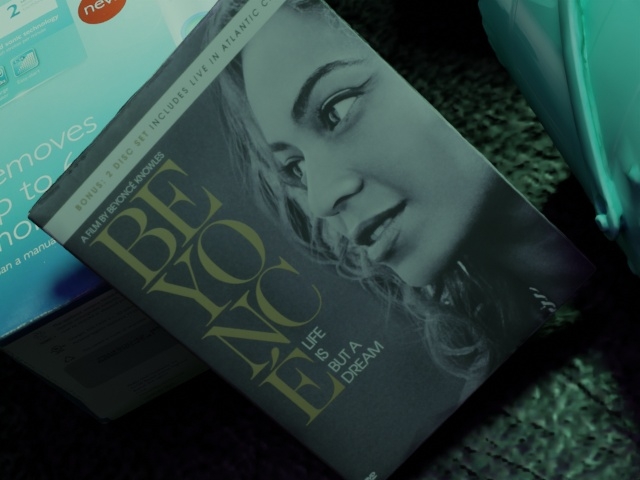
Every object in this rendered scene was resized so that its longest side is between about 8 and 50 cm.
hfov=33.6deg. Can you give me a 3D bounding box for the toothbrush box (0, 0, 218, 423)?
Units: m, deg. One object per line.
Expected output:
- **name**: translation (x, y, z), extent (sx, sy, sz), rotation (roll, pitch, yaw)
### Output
- **toothbrush box**: translation (-0.104, -0.078, 0.639), extent (0.216, 0.126, 0.295), rotation (-27, 55, 3)

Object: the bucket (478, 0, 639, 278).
- **bucket**: translation (0.215, -0.104, 0.457), extent (0.281, 0.281, 0.183), rotation (-31, 52, 1)

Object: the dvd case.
- **dvd case**: translation (0.000, 0.000, 0.505), extent (0.164, 0.221, 0.018), rotation (-46, 14, 7)
